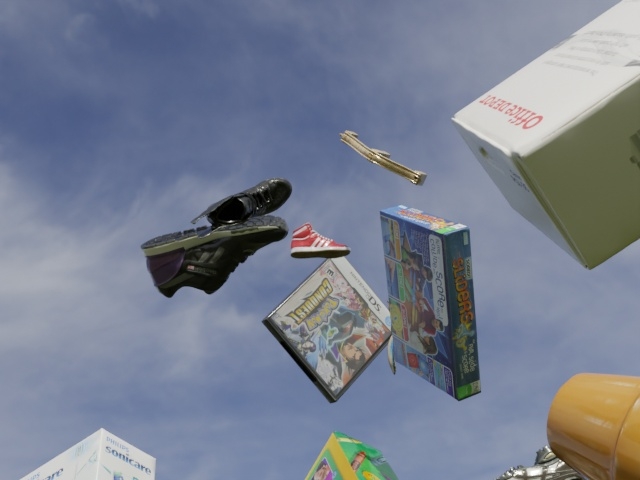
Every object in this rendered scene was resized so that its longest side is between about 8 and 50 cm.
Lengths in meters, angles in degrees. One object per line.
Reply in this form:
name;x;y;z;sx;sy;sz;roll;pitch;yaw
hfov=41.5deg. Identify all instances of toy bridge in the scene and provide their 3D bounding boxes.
toy bridge;0.108;-0.157;1.585;0.063;0.188;0.026;-2;-59;-60

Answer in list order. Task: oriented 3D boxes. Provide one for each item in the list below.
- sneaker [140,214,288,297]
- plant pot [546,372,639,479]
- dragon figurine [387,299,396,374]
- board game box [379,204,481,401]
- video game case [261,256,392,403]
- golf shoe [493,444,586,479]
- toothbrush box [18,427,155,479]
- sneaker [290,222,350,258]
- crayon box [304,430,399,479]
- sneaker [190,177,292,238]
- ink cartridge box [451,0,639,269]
sneaker;-0.187;0.032;1.596;0.283;0.107;0.124;-12;-78;11
plant pot;0.415;0.261;1.122;0.205;0.188;0.205;-8;-77;-35
dragon figurine;0.207;0.135;1.626;0.144;0.289;0.085;0;-59;15
board game box;0.127;0.069;0.985;0.035;0.136;0.201;-15;-70;-24
video game case;0.033;0.195;1.970;0.248;0.275;0.035;51;-35;-5
golf shoe;0.339;0.401;1.347;0.198;0.094;0.077;-32;-31;-4
toothbrush box;-0.377;0.476;1.300;0.216;0.295;0.126;-33;-54;21
sneaker;0.000;0.000;1.669;0.118;0.067;0.042;0;-27;-2
crayon box;-0.001;0.402;1.063;0.081;0.165;0.278;29;-86;-16
sneaker;-0.115;-0.050;1.273;0.170;0.089;0.051;-22;-81;-11
ink cartridge box;0.272;-0.123;0.694;0.283;0.207;0.117;-34;-74;6
